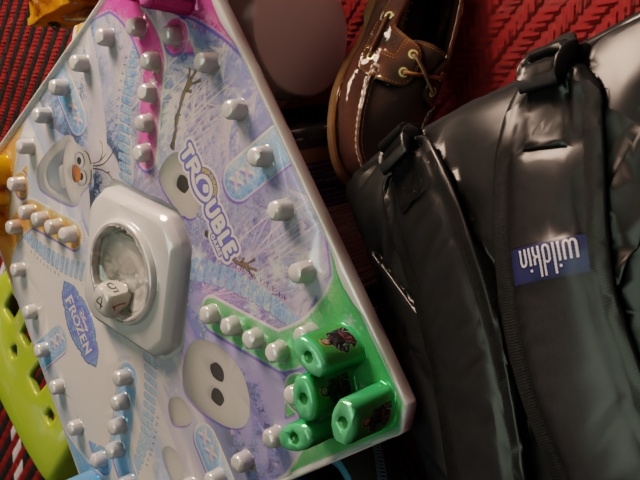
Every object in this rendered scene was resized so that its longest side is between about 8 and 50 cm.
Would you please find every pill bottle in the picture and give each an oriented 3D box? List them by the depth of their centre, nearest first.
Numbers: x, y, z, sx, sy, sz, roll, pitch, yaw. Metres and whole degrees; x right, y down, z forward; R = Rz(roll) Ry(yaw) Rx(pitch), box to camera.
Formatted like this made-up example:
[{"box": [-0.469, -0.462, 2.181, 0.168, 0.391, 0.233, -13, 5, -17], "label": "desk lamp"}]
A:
[{"box": [0.000, 0.000, 0.655, 0.123, 0.123, 0.219, 10, 115, 44], "label": "pill bottle"}, {"box": [-0.109, -0.188, 0.730, 0.272, 0.152, 0.152, 7, 101, 44], "label": "pill bottle"}]

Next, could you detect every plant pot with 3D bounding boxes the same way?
[{"box": [-0.210, 0.090, 0.828, 0.228, 0.227, 0.207, 51, 123, 27], "label": "plant pot"}]

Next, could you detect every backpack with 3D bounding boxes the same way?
[{"box": [0.181, 0.096, 0.431, 0.290, 0.273, 0.355, -28, 56, 45], "label": "backpack"}]

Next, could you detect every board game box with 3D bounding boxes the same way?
[{"box": [-0.156, 0.025, 0.591, 0.390, 0.050, 0.389, -36, 73, 39], "label": "board game box"}]

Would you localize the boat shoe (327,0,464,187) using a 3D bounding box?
[{"box": [0.062, -0.136, 0.572, 0.073, 0.073, 0.206, -10, 61, 51], "label": "boat shoe"}]

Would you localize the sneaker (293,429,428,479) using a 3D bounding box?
[{"box": [0.080, 0.266, 0.613, 0.341, 0.140, 0.125, 43, 122, 31], "label": "sneaker"}]

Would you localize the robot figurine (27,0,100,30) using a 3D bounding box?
[{"box": [-0.149, -0.282, 0.612, 0.291, 0.085, 0.211, -7, 95, 37], "label": "robot figurine"}]
